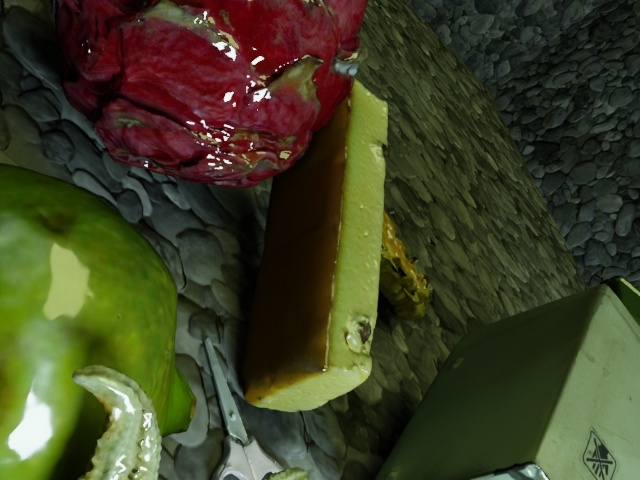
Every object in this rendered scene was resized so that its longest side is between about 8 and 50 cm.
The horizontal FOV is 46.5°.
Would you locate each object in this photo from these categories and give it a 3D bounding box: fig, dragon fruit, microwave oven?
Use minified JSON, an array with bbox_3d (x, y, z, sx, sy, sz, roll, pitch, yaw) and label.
[{"bbox_3d":[-0.158,0.077,0.462,0.206,0.206,0.275,66,13,23],"label":"fig"},{"bbox_3d":[-0.109,-0.205,0.733,0.329,0.329,0.329,41,28,-27],"label":"dragon fruit"},{"bbox_3d":[0.280,0.301,0.782,0.394,0.247,0.333,52,44,-6],"label":"microwave oven"}]

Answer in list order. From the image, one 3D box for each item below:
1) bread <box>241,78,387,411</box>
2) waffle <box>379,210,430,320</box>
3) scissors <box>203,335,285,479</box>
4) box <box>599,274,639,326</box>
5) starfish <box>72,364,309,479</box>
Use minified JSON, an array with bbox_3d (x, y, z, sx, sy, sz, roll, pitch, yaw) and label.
[{"bbox_3d":[0.000,-0.001,0.768,0.077,0.138,0.361,27,49,-27],"label":"bread"},{"bbox_3d":[0.066,-0.023,1.044,0.329,0.062,0.329,58,10,-16],"label":"waffle"},{"bbox_3d":[-0.075,0.167,0.663,0.100,0.015,0.189,17,42,-49],"label":"scissors"},{"bbox_3d":[0.376,0.211,1.060,0.178,0.329,0.253,48,23,7],"label":"box"},{"bbox_3d":[-0.098,0.253,0.389,0.358,0.078,0.347,69,28,-50],"label":"starfish"}]
